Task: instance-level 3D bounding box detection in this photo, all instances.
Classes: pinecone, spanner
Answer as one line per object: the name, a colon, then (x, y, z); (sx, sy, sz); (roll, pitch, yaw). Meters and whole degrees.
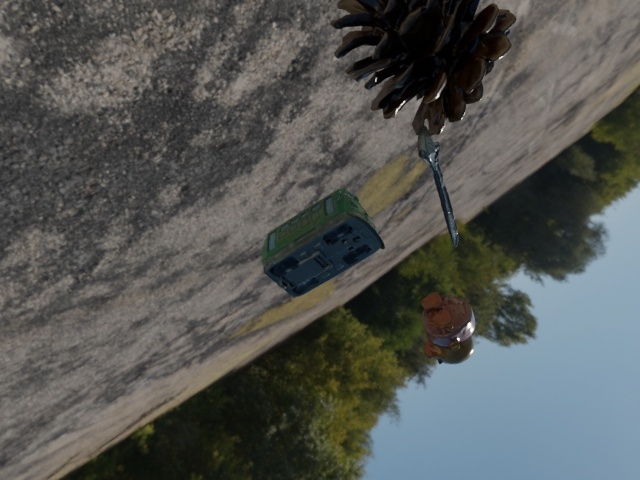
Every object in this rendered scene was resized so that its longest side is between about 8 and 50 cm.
pinecone: (0.192, -0.436, 1.053); (0.384, 0.385, 0.384); (-35, 171, -7)
spanner: (0.280, -0.117, 1.120); (0.026, 0.326, 0.093); (-4, -145, 32)

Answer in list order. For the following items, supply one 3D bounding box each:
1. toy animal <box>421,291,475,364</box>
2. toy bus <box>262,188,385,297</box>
toy animal: (0.409, 0.294, 1.538); (0.168, 0.196, 0.282); (-14, 129, -1)
toy bus: (0.000, 0.000, 1.435); (0.343, 0.200, 0.183); (-30, 129, 17)
